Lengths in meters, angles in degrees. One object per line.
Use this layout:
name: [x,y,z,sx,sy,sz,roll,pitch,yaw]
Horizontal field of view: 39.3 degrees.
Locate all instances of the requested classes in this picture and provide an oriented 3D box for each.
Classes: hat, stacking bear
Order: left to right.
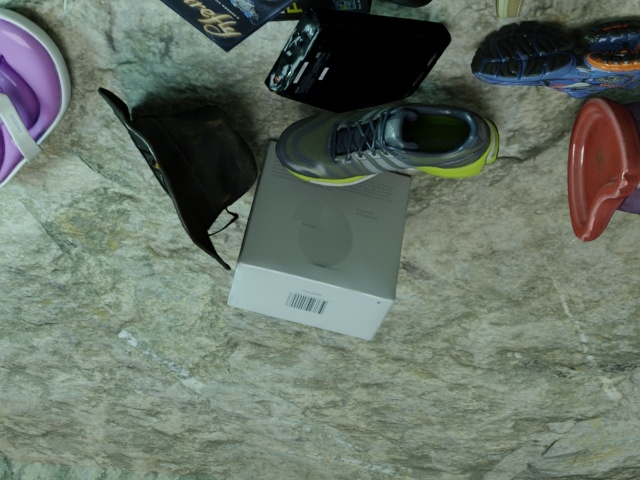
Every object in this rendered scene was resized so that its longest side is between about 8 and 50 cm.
hat: [-0.168,-0.110,1.252,0.134,0.331,0.331,-32,139,-5]
stacking bear: [0.476,-0.096,1.124,0.289,0.164,0.175,1,151,-5]

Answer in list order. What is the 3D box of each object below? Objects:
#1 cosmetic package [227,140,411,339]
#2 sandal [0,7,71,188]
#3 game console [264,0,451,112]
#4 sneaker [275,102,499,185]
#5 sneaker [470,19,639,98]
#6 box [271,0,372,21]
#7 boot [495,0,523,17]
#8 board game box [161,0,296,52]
cosmetic package: [0.000,0.000,1.329,0.224,0.224,0.138,15,147,-5]
sandal: [-0.478,-0.171,1.326,0.170,0.102,0.416,22,144,-16]
game console: [0.097,-0.281,1.001,0.213,0.044,0.361,-6,145,-41]
sneaker: [0.083,-0.139,1.186,0.300,0.111,0.121,-5,170,11]
sneaker: [0.293,-0.207,1.086,0.221,0.083,0.087,3,153,17]
box: [-0.066,-0.361,0.981,0.217,0.060,0.270,1,144,14]
boot: [0.278,-0.313,0.941,0.165,0.077,0.213,8,142,1]
board game box: [-0.139,-0.324,0.964,0.243,0.042,0.165,34,140,-30]
